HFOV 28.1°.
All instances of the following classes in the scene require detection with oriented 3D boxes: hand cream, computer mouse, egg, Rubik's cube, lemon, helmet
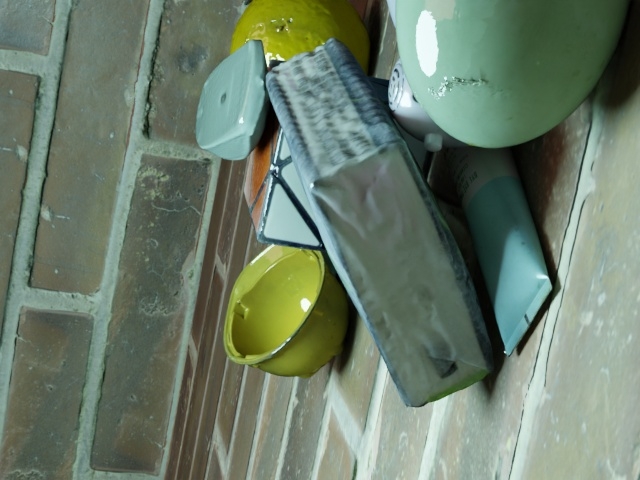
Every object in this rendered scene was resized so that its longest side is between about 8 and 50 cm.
[{"bbox_3d":[0.182,-0.039,1.311,0.111,0.070,0.312,114,152,-46],"label":"hand cream"},{"bbox_3d":[-0.098,-0.174,1.640,0.231,0.079,0.128,167,110,-69],"label":"computer mouse"},{"bbox_3d":[0.168,-0.220,1.120,0.203,0.203,0.282,-139,63,-75],"label":"egg"},{"bbox_3d":[0.020,-0.110,1.713,0.205,0.205,0.207,-114,34,-68],"label":"Rubik's cube"},{"bbox_3d":[-0.034,-0.300,2.044,0.253,0.228,0.228,-98,21,-56],"label":"lemon"},{"bbox_3d":[-0.032,0.121,1.930,0.205,0.140,0.257,-39,27,16],"label":"helmet"}]

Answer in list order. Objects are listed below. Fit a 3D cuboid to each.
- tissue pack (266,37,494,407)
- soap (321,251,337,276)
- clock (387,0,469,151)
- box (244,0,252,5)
[{"bbox_3d":[0.060,-0.036,1.412,0.394,0.124,0.288,-108,-6,-65],"label":"tissue pack"},{"bbox_3d":[0.000,0.000,2.038,0.119,0.066,0.198,-91,15,-55],"label":"soap"},{"bbox_3d":[0.141,-0.203,1.299,0.189,0.189,0.254,124,153,-63],"label":"clock"},{"bbox_3d":[-0.062,-0.571,2.239,0.190,0.225,0.297,60,169,-6],"label":"box"}]
